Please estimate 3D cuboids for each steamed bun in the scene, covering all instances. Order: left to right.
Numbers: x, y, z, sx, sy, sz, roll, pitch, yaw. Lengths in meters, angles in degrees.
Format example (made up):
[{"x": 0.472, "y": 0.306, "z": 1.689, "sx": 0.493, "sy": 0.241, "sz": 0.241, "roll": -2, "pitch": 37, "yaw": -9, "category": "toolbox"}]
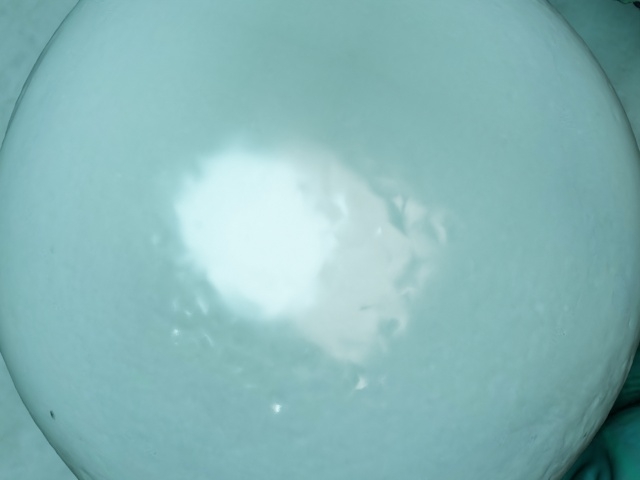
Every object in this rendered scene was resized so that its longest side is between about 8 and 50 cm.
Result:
[{"x": 0.000, "y": 0.000, "z": 0.417, "sx": 0.325, "sy": 0.206, "sz": 0.324, "roll": 0, "pitch": 84, "yaw": -2, "category": "steamed bun"}]

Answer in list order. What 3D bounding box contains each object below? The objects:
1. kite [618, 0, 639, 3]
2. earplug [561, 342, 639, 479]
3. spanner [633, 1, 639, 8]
[{"x": 0.151, "y": -0.151, "z": 0.429, "sx": 0.310, "sy": 0.015, "sz": 0.169, "roll": -10, "pitch": 64, "yaw": -36, "category": "kite"}, {"x": 0.189, "y": 0.160, "z": 0.435, "sx": 0.280, "sy": 0.164, "sz": 0.257, "roll": -12, "pitch": 95, "yaw": -16, "category": "earplug"}, {"x": 0.341, "y": -0.193, "z": 0.539, "sx": 0.316, "sy": 0.024, "sz": 0.087, "roll": -10, "pitch": 84, "yaw": -2, "category": "spanner"}]
